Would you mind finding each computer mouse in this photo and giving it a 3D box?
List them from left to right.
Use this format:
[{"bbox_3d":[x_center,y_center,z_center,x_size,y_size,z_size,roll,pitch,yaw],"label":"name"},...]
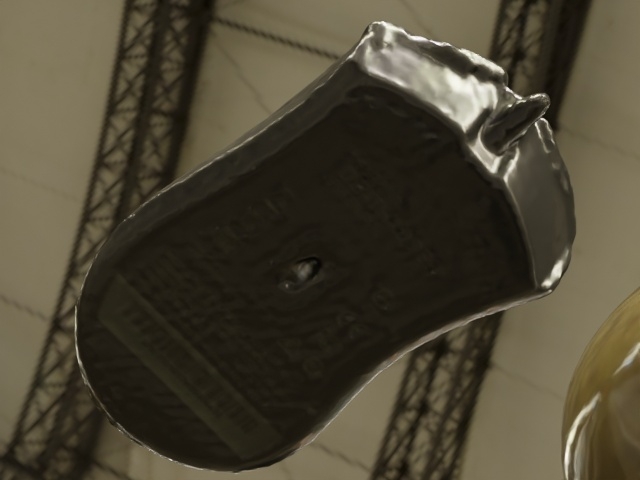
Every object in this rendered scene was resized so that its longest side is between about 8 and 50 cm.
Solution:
[{"bbox_3d":[0.000,0.000,0.684,0.264,0.088,0.147,-32,-69,25],"label":"computer mouse"}]

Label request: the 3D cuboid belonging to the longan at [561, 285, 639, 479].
[{"bbox_3d":[0.329,0.151,1.057,0.319,0.319,0.319,24,-40,22],"label":"longan"}]
